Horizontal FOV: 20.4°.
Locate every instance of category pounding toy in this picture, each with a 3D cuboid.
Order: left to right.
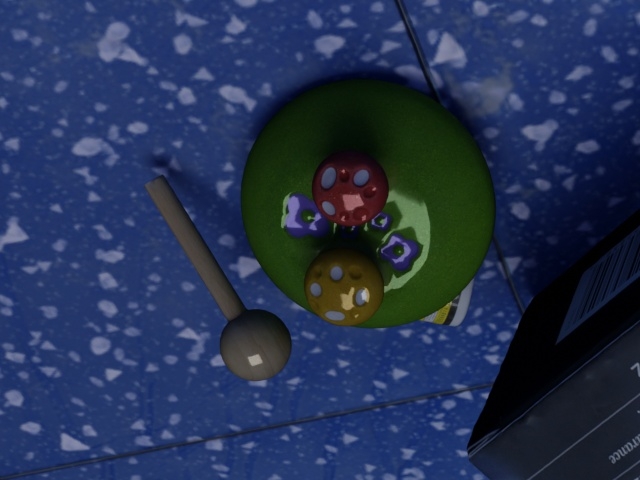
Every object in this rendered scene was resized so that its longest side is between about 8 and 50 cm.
[{"bbox_3d":[0.000,0.000,1.226,0.237,0.110,0.183,-24,101,19],"label":"pounding toy"}]

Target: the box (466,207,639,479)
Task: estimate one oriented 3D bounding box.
[{"bbox_3d":[0.357,0.141,1.234,0.395,0.212,0.293,40,127,-6],"label":"box"}]

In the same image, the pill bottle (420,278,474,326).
[{"bbox_3d":[0.052,0.023,1.322,0.116,0.065,0.065,10,134,-6],"label":"pill bottle"}]
